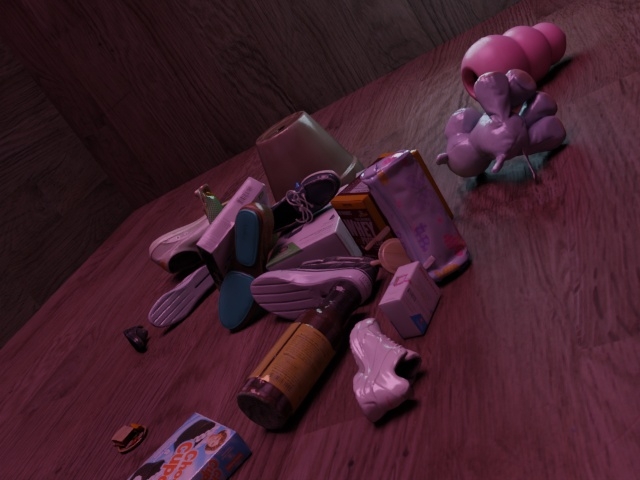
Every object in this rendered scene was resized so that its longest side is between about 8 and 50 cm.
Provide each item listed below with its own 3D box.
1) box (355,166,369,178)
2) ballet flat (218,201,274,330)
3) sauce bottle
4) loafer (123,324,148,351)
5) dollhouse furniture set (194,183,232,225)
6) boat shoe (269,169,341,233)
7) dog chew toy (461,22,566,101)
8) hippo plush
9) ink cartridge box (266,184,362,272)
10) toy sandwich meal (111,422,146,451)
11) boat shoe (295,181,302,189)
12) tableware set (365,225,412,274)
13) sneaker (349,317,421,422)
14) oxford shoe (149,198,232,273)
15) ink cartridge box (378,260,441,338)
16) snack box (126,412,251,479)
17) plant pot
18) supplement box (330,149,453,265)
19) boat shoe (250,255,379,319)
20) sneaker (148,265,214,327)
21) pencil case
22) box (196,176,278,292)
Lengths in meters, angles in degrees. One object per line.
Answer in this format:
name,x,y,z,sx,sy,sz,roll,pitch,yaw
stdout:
box,0.172,-0.172,2.033,0.126,0.072,0.137,-27,19,16
ballet flat,-0.175,0.063,1.783,0.116,0.342,0.124,17,20,24
sauce bottle,-0.026,0.210,1.376,0.111,0.111,0.344,-13,27,46
loafer,-0.546,0.285,2.106,0.061,0.062,0.170,-35,20,-17
dollhouse furniture set,-0.244,-0.051,2.058,0.151,0.197,0.301,-24,-14,-6
boat shoe,-0.055,-0.091,1.790,0.254,0.095,0.079,-27,19,29
dog chew toy,0.583,-0.534,2.080,0.332,0.206,0.206,-29,18,-12
hippo plush,0.421,-0.236,1.680,0.236,0.234,0.294,145,128,-59
ink cartridge box,0.000,0.000,1.818,0.211,0.121,0.289,-27,20,21
toy sandwich meal,-0.431,0.441,1.589,0.085,0.029,0.085,-30,20,12
boat shoe,-0.011,-0.115,2.028,0.089,0.109,0.258,2,5,9
tableware set,0.198,0.007,1.531,0.194,0.128,0.039,-44,-11,-26
sneaker,0.117,0.210,1.210,0.115,0.090,0.232,-22,30,12
oxford shoe,-0.382,-0.015,2.484,0.449,0.169,0.130,-29,60,-10
ink cartridge box,0.171,0.111,1.329,0.052,0.088,0.122,-21,22,39
snack box,-0.291,0.461,1.272,0.322,0.060,0.187,-43,22,-26
plant pot,-0.055,-0.253,2.279,0.323,0.280,0.323,-29,20,11
supplement box,0.166,-0.072,1.620,0.194,0.191,0.129,-42,22,-24
boat shoe,-0.008,0.104,1.630,0.335,0.121,0.119,-4,25,35
sneaker,-0.418,0.178,2.140,0.258,0.094,0.091,-40,2,-31
pencil case,0.188,-0.047,1.416,0.124,0.273,0.113,-36,12,-29
box,-0.214,0.004,1.893,0.232,0.058,0.322,-54,-19,-20
